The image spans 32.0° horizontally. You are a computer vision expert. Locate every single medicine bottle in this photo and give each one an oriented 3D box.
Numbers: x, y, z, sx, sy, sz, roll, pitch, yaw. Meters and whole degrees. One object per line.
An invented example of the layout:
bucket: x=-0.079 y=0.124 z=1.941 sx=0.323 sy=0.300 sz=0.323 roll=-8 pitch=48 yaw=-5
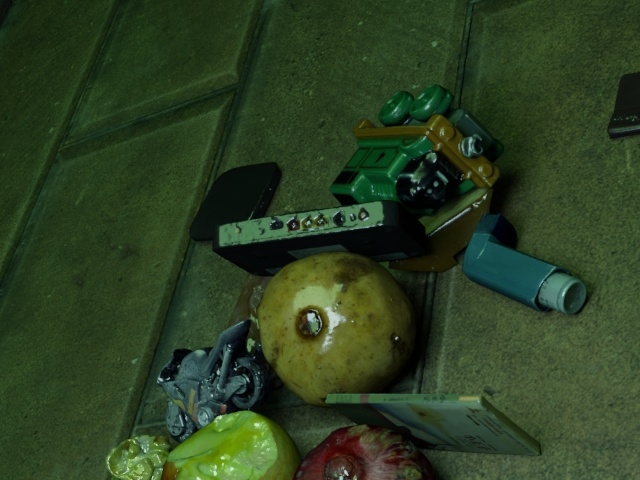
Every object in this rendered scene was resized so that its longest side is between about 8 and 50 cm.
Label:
medicine bottle: x=0.349 y=0.045 z=1.922 sx=0.124 sy=0.079 sz=0.258 roll=-50 pitch=39 yaw=-10

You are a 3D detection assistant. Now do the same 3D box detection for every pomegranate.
pomegranate: x=0.025 y=0.150 z=1.953 sx=0.281 sy=0.281 sz=0.281 roll=-23 pitch=42 yaw=23

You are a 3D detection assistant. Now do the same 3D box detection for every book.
book: x=0.174 y=0.286 z=1.755 sx=0.289 sy=0.201 sz=0.026 roll=-6 pitch=56 yaw=39

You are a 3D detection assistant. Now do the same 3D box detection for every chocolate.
chocolate: x=-0.096 y=0.166 z=2.147 sx=0.093 sy=0.148 sz=0.214 roll=1 pitch=57 yaw=35

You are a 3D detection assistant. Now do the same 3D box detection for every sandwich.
sandwich: x=0.238 y=-0.016 z=2.077 sx=0.244 sy=0.088 sz=0.090 roll=-36 pitch=30 yaw=15

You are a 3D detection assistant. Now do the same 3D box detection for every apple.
apple: x=-0.146 y=0.403 z=1.883 sx=0.246 sy=0.246 sz=0.226 roll=-10 pitch=49 yaw=35

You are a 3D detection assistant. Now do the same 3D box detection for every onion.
onion: x=0.063 y=0.398 z=1.750 sx=0.246 sy=0.190 sz=0.246 roll=-18 pitch=40 yaw=16

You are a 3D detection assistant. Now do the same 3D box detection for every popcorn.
popcorn: x=-0.332 y=0.438 z=2.124 sx=0.141 sy=0.162 sz=0.136 roll=-22 pitch=73 yaw=59

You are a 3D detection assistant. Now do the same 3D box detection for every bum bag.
bum bag: x=0.586 y=-0.256 z=2.042 sx=0.109 sy=0.026 sz=0.159 roll=-9 pitch=49 yaw=37

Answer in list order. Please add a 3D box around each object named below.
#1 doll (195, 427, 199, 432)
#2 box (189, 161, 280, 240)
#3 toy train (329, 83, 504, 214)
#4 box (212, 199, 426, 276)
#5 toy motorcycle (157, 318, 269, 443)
doll: x=-0.226 y=0.324 z=2.152 sx=0.137 sy=0.097 sz=0.209 roll=-42 pitch=42 yaw=27
box: x=-0.195 y=-0.088 z=2.552 sx=0.201 sy=0.042 sz=0.212 roll=-6 pitch=50 yaw=38
toy train: x=0.170 y=-0.144 z=2.105 sx=0.249 sy=0.178 sz=0.429 roll=-52 pitch=20 yaw=-11
box: x=0.000 y=0.000 z=1.992 sx=0.350 sy=0.211 sz=0.058 roll=-7 pitch=73 yaw=21
toy motorcycle: x=-0.204 y=0.259 z=2.034 sx=0.307 sy=0.108 sz=0.173 roll=-33 pitch=70 yaw=40
